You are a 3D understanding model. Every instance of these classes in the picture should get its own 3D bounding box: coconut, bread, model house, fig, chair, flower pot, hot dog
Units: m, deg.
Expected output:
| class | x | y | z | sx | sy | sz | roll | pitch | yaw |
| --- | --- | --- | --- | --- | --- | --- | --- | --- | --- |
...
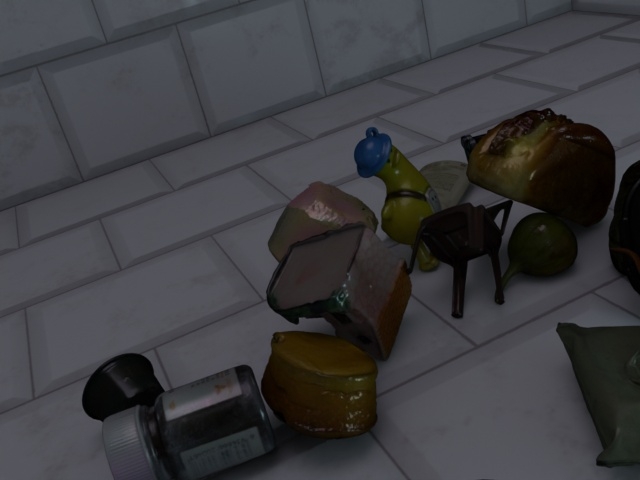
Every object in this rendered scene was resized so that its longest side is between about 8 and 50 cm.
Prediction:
| class | x | y | z | sx | sy | sz | roll | pitch | yaw |
| --- | --- | --- | --- | --- | --- | --- | --- | --- | --- |
| coconut | 0.000 | 0.000 | 1.726 | 0.233 | 0.245 | 0.233 | 22 | 26 | -12 |
| bread | -0.002 | 0.260 | 1.287 | 0.195 | 0.142 | 0.270 | 3 | 10 | -26 |
| model house | 0.051 | 0.124 | 1.458 | 0.237 | 0.237 | 0.202 | -18 | 40 | 40 |
| fig | 0.453 | 0.049 | 1.561 | 0.245 | 0.149 | 0.149 | -43 | 33 | -12 |
| chair | 0.316 | -0.017 | 1.548 | 0.176 | 0.183 | 0.326 | -21 | 35 | 30 |
| flower pot | -0.376 | 0.317 | 1.398 | 0.157 | 0.157 | 0.107 | -30 | 44 | -28 |
| hot dog | 0.529 | -0.178 | 1.631 | 0.405 | 0.223 | 0.185 | 12 | 16 | -40 |

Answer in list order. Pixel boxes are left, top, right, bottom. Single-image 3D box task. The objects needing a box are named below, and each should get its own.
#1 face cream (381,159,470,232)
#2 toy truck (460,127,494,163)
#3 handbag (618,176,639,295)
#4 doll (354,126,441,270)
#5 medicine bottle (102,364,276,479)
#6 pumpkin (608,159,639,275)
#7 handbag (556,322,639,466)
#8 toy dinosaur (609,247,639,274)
| class | x | y | z | sx | sy | sz | roll | pitch | yaw |
| --- | --- | --- | --- | --- | --- | --- | --- | --- | --- |
| face cream | 0.305 | -0.118 | 1.966 | 0.174 | 0.081 | 0.348 | 0 | 30 | 28 |
| toy truck | 0.495 | -0.252 | 2.090 | 0.114 | 0.124 | 0.253 | -15 | 28 | -1 |
| handbag | 0.699 | -0.007 | 1.331 | 0.254 | 0.308 | 0.093 | -4 | -9 | 9 |
| doll | 0.198 | -0.109 | 1.707 | 0.145 | 0.363 | 0.199 | -17 | 15 | 44 |
| medicine bottle | -0.228 | 0.336 | 1.250 | 0.273 | 0.165 | 0.165 | -18 | 26 | -8 |
| pumpkin | 0.754 | -0.070 | 1.490 | 0.242 | 0.232 | 0.325 | 12 | 40 | 38 |
| handbag | 0.531 | 0.237 | 1.124 | 0.253 | 0.109 | 0.316 | -2 | 28 | 7 |
| toy dinosaur | 0.618 | 0.112 | 1.114 | 0.097 | 0.208 | 0.432 | -48 | 56 | 15 |
